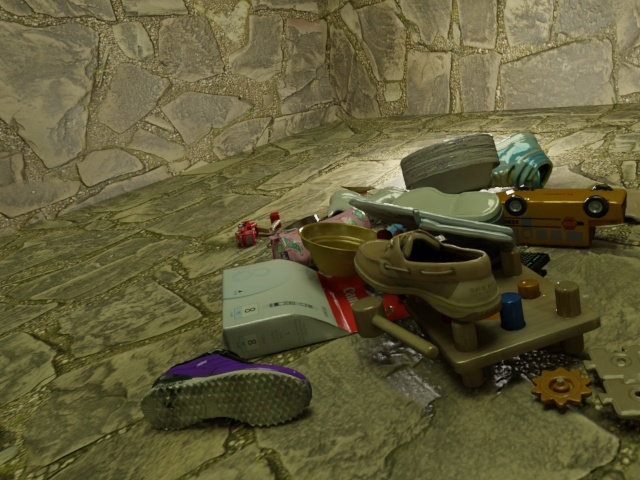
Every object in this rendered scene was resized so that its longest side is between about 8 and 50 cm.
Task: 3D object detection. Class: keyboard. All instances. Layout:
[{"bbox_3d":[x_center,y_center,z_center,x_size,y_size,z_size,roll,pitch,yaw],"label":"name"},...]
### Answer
[{"bbox_3d":[0.449,0.066,1.238,0.108,0.023,0.180,10,29,45],"label":"keyboard"}]

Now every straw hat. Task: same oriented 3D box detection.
[{"bbox_3d":[0.138,-0.161,1.969,0.144,0.061,0.144,2,8,0],"label":"straw hat"}]

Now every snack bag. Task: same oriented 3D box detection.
[{"bbox_3d":[0.252,-0.029,1.210,0.342,0.037,0.323,13,1,21],"label":"snack bag"}]

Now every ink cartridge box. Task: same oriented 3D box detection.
[{"bbox_3d":[-0.027,0.117,1.247,0.384,0.091,0.308,-14,20,-5],"label":"ink cartridge box"}]

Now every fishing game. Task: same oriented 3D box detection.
[{"bbox_3d":[0.244,-0.029,1.506,0.264,0.041,0.189,-35,28,-19],"label":"fishing game"}]

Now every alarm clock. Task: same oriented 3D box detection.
[{"bbox_3d":[-0.069,-0.014,1.613,0.191,0.064,0.129,-20,-11,-25],"label":"alarm clock"}]

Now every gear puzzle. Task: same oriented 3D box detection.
[{"bbox_3d":[0.481,0.212,0.799,0.338,0.044,0.175,-9,21,13],"label":"gear puzzle"}]

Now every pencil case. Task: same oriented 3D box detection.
[{"bbox_3d":[0.000,0.000,1.513,0.283,0.124,0.124,-19,21,-24],"label":"pencil case"}]

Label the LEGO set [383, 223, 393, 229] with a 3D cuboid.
[{"bbox_3d":[0.228,-0.043,1.663,0.083,0.024,0.054,-14,13,34],"label":"LEGO set"}]

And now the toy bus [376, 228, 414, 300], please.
[{"bbox_3d":[0.199,0.073,1.221,0.202,0.104,0.191,-5,52,-35],"label":"toy bus"}]

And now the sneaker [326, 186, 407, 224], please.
[{"bbox_3d":[0.156,-0.089,1.740,0.296,0.111,0.129,-4,38,25],"label":"sneaker"}]

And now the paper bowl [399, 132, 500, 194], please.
[{"bbox_3d":[0.389,-0.204,1.659,0.283,0.148,0.284,-14,-4,-1],"label":"paper bowl"}]

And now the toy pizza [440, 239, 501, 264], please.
[{"bbox_3d":[0.345,0.040,1.350,0.201,0.032,0.201,-10,18,3],"label":"toy pizza"}]

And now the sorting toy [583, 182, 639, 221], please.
[{"bbox_3d":[0.797,-0.100,1.499,0.192,0.038,0.208,-24,28,-32],"label":"sorting toy"}]

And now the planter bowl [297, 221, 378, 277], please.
[{"bbox_3d":[0.049,0.030,1.319,0.216,0.091,0.217,6,17,-2],"label":"planter bowl"}]

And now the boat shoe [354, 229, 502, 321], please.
[{"bbox_3d":[0.172,0.033,0.971,0.121,0.110,0.341,-25,23,-27],"label":"boat shoe"}]

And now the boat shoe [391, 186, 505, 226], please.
[{"bbox_3d":[0.317,-0.063,1.416,0.319,0.099,0.116,5,56,45],"label":"boat shoe"}]

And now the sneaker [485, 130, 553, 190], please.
[{"bbox_3d":[0.578,-0.199,1.759,0.318,0.127,0.208,-33,46,10],"label":"sneaker"}]

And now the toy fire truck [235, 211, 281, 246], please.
[{"bbox_3d":[-0.201,-0.037,1.826,0.135,0.047,0.192,-8,20,3],"label":"toy fire truck"}]

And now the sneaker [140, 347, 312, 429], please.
[{"bbox_3d":[-0.152,0.237,0.962,0.293,0.102,0.146,-6,19,13],"label":"sneaker"}]

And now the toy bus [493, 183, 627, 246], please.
[{"bbox_3d":[0.559,-0.061,1.366,0.332,0.130,0.108,3,23,34],"label":"toy bus"}]

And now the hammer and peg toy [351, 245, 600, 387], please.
[{"bbox_3d":[0.254,0.144,0.972,0.360,0.128,0.266,-17,20,-7],"label":"hammer and peg toy"}]
